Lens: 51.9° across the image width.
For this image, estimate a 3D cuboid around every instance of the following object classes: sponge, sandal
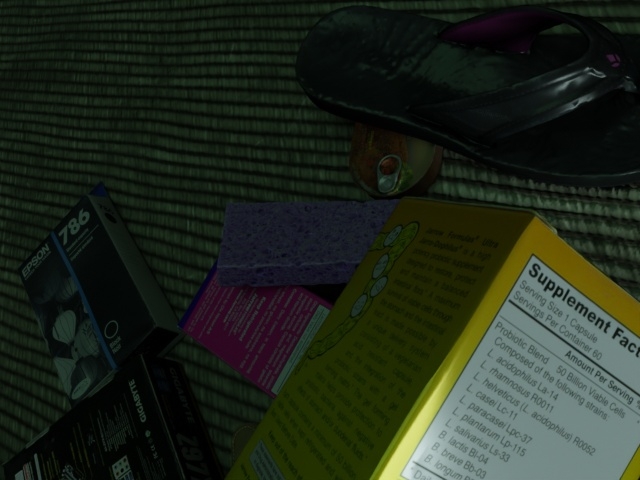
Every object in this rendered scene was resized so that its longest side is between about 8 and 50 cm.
[{"bbox_3d":[0.000,0.000,0.688,0.210,0.031,0.117,-1,35,1],"label":"sponge"},{"bbox_3d":[0.167,-0.163,0.663,0.445,0.107,0.168,14,76,22],"label":"sandal"}]

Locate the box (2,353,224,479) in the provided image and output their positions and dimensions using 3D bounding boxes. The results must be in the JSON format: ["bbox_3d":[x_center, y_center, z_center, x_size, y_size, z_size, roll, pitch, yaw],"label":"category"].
[{"bbox_3d":[-0.224,0.333,0.751,0.257,0.079,0.322,-40,57,14],"label":"box"}]

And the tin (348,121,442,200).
[{"bbox_3d":[0.093,-0.133,0.766,0.106,0.040,0.190,-2,70,34],"label":"tin"}]

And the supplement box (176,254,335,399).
[{"bbox_3d":[-0.026,0.106,0.699,0.220,0.111,0.114,29,87,34],"label":"supplement box"}]

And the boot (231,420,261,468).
[{"bbox_3d":[-0.097,0.265,0.637,0.077,0.165,0.213,-41,45,28],"label":"boot"}]

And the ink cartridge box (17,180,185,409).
[{"bbox_3d":[-0.327,0.060,0.923,0.165,0.065,0.333,-45,55,9],"label":"ink cartridge box"}]

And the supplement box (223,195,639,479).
[{"bbox_3d":[0.081,0.167,0.508,0.357,0.194,0.195,-57,20,-5],"label":"supplement box"}]
